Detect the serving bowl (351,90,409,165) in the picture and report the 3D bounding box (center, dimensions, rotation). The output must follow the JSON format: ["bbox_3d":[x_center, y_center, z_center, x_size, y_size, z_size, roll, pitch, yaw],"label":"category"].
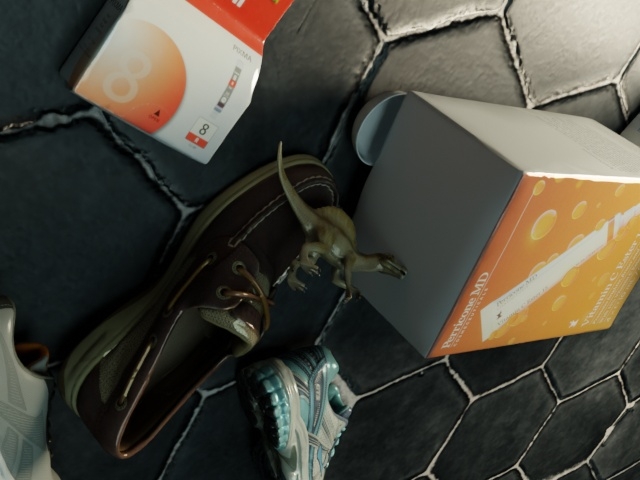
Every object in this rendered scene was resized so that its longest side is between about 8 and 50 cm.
[{"bbox_3d":[0.064,-0.118,0.814,0.083,0.027,0.083,-23,137,-23],"label":"serving bowl"}]

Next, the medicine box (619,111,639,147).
[{"bbox_3d":[0.555,-0.037,1.067,0.149,0.263,0.289,-49,136,4],"label":"medicine box"}]

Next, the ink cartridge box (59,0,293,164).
[{"bbox_3d":[-0.101,-0.166,0.650,0.179,0.045,0.145,-51,137,11],"label":"ink cartridge box"}]

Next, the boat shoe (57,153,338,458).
[{"bbox_3d":[-0.092,0.064,0.762,0.342,0.123,0.123,-43,137,-10],"label":"boat shoe"}]

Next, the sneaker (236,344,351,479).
[{"bbox_3d":[-0.013,0.246,0.980,0.122,0.110,0.283,-25,133,-24],"label":"sneaker"}]

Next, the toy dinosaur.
[{"bbox_3d":[0.000,0.000,0.743,0.183,0.053,0.093,41,53,-24],"label":"toy dinosaur"}]

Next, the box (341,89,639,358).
[{"bbox_3d":[0.221,-0.019,0.885,0.345,0.168,0.215,-2,124,-40],"label":"box"}]

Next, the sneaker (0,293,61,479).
[{"bbox_3d":[-0.281,0.161,0.729,0.108,0.100,0.271,-33,138,-26],"label":"sneaker"}]
